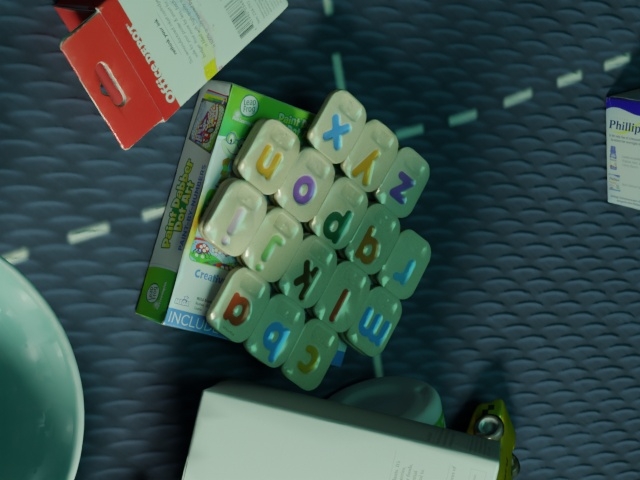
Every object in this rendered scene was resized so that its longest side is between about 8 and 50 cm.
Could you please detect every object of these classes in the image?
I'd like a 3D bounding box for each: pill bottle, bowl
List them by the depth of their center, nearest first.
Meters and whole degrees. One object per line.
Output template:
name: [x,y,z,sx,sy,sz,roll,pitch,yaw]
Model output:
bowl: [-0.367,0.149,1.496,0.311,0.163,0.311,4,80,-24]
pill bottle: [0.084,0.284,1.970,0.136,0.136,0.245,-28,117,-33]

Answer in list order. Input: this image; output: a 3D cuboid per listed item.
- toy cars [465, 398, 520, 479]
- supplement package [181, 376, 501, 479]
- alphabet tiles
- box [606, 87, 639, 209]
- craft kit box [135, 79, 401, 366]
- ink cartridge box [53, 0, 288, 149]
toy cars: [0.185,0.384,2.083,0.176,0.087,0.393,-11,96,-71]
supplement package: [0.017,0.255,1.781,0.175,0.293,0.177,-5,108,-84]
alphabet tiles: [0.000,0.000,1.841,0.284,0.021,0.278,38,74,-40]
box: [0.417,-0.117,2.210,0.126,0.072,0.137,-15,110,-37]
craft kit box: [-0.047,-0.014,1.846,0.250,0.061,0.246,18,90,-42]
ink cartridge box: [-0.153,-0.207,1.693,0.231,0.078,0.134,-45,125,-24]
